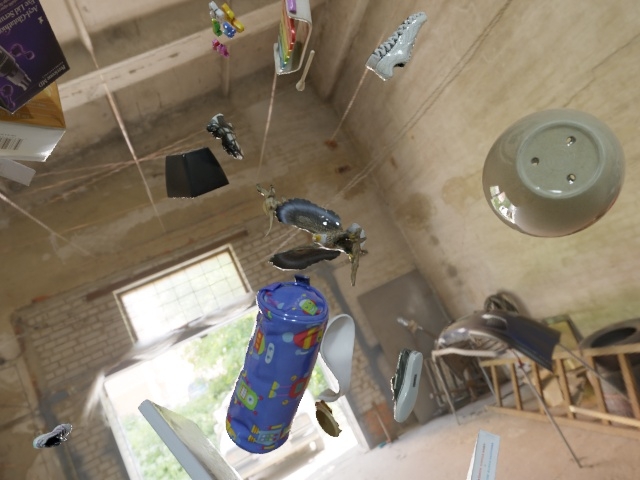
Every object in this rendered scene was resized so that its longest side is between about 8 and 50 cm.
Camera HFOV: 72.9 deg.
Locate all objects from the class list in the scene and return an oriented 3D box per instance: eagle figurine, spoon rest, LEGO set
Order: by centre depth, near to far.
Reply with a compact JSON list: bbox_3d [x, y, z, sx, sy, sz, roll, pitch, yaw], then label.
[{"bbox_3d":[0.044,0.329,1.185,0.084,0.277,0.137,22,28,39],"label":"spoon rest"},{"bbox_3d":[-0.004,-0.005,1.431,0.298,0.227,0.225,10,-33,25],"label":"eagle figurine"},{"bbox_3d":[-0.324,-0.744,1.532,0.087,0.093,0.227,-48,-1,-16],"label":"LEGO set"}]

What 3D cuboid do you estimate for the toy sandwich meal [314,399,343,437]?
[{"bbox_3d":[0.018,0.383,0.931,0.029,0.086,0.085,-27,-7,-34],"label":"toy sandwich meal"}]

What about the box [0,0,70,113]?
[{"bbox_3d":[-0.564,-0.358,0.752,0.153,0.108,0.207,-58,-7,-26],"label":"box"}]

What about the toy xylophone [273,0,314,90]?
[{"bbox_3d":[-0.085,-0.629,1.358,0.081,0.237,0.323,-5,-18,-13],"label":"toy xylophone"}]

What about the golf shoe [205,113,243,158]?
[{"bbox_3d":[-0.350,-0.402,1.680,0.077,0.094,0.198,4,-33,34],"label":"golf shoe"}]

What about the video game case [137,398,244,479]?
[{"bbox_3d":[-0.294,0.555,1.095,0.036,0.329,0.300,-45,-29,-18],"label":"video game case"}]

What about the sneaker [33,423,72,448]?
[{"bbox_3d":[-0.674,0.508,1.118,0.069,0.038,0.098,-9,5,27],"label":"sneaker"}]

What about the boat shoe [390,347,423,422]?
[{"bbox_3d":[0.259,0.445,1.343,0.070,0.220,0.077,10,-7,45],"label":"boat shoe"}]

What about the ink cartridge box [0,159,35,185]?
[{"bbox_3d":[-1.037,-0.264,1.240,0.371,0.175,0.069,52,-120,-73],"label":"ink cartridge box"}]

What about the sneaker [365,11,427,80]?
[{"bbox_3d":[0.296,-0.709,1.590,0.292,0.118,0.110,-47,4,-4],"label":"sneaker"}]

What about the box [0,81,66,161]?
[{"bbox_3d":[-0.726,-0.370,0.946,0.168,0.346,0.214,-25,-12,39],"label":"box"}]

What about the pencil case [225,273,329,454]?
[{"bbox_3d":[-0.080,0.211,0.736,0.119,0.133,0.307,-17,-51,-54],"label":"pencil case"}]

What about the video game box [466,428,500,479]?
[{"bbox_3d":[0.306,0.509,0.851,0.187,0.048,0.205,-55,-32,-40],"label":"video game box"}]

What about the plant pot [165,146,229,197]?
[{"bbox_3d":[-0.508,-0.277,1.731,0.187,0.167,0.188,5,25,39],"label":"plant pot"}]

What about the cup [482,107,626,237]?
[{"bbox_3d":[0.554,-0.172,1.026,0.330,0.331,0.237,-30,-11,20],"label":"cup"}]

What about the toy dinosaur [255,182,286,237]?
[{"bbox_3d":[-0.150,-0.106,1.334,0.053,0.183,0.092,6,-30,-43],"label":"toy dinosaur"}]
